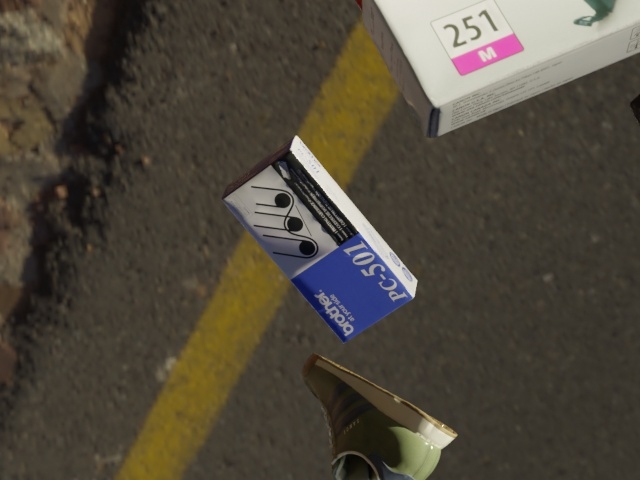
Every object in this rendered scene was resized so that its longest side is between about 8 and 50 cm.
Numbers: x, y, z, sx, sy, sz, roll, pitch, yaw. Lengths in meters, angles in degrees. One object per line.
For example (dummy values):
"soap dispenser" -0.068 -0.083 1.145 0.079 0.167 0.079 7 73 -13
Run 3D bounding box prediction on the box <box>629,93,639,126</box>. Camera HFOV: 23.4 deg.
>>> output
"box" 0.378 -0.091 1.330 0.051 0.220 0.175 17 131 -36

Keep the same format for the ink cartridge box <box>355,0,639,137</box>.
"ink cartridge box" 0.157 -0.235 1.226 0.275 0.239 0.060 -23 157 -9

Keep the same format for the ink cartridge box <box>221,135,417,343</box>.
"ink cartridge box" 0.000 0.000 1.624 0.097 0.046 0.207 -34 105 20

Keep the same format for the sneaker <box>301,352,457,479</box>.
"sneaker" 0.028 0.160 1.289 0.064 0.192 0.086 33 84 -35
